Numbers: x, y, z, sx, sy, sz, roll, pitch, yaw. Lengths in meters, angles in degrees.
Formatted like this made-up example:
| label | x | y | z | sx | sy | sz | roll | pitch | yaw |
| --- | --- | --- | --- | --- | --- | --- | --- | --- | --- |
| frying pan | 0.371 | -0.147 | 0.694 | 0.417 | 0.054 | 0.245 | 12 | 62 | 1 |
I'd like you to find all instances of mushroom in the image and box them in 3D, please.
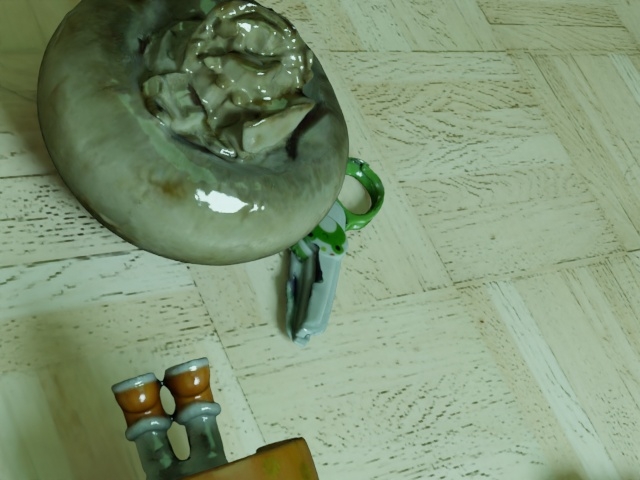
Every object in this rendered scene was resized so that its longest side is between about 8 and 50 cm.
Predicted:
| label | x | y | z | sx | sy | sz | roll | pitch | yaw |
| --- | --- | --- | --- | --- | --- | --- | --- | --- | --- |
| mushroom | -0.081 | -0.093 | 0.818 | 0.226 | 0.178 | 0.226 | 13 | 50 | -17 |

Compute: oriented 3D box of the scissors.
| label | x | y | z | sx | sy | sz | roll | pitch | yaw |
| --- | --- | --- | --- | --- | --- | --- | --- | --- | --- |
| scissors | 0.000 | 0.000 | 0.917 | 0.101 | 0.027 | 0.204 | 24 | 44 | -17 |

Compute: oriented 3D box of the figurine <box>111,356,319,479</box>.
| label | x | y | z | sx | sy | sz | roll | pitch | yaw |
| --- | --- | --- | --- | --- | --- | --- | --- | --- | --- |
| figurine | -0.053 | 0.201 | 0.661 | 0.143 | 0.143 | 0.271 | -26 | 104 | -46 |
